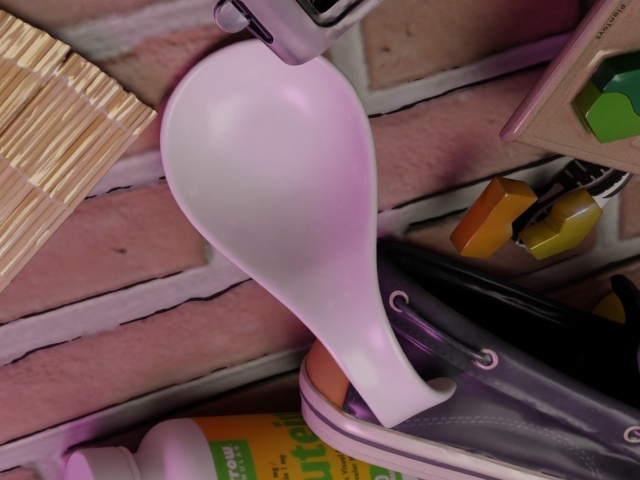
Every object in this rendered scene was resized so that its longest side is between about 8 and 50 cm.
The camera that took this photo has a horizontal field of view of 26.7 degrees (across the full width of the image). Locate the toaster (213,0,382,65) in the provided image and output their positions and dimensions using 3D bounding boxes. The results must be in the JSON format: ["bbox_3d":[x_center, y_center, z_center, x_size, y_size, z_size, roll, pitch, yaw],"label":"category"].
[{"bbox_3d":[-0.016,-0.214,0.758,0.185,0.110,0.168,-40,131,5],"label":"toaster"}]

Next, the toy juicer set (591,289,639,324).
[{"bbox_3d":[0.273,0.206,1.200,0.209,0.089,0.329,10,107,-34],"label":"toy juicer set"}]

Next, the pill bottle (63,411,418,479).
[{"bbox_3d":[-0.061,0.199,1.009,0.245,0.136,0.136,0,122,-25],"label":"pill bottle"}]

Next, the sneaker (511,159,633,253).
[{"bbox_3d":[0.196,-0.028,1.037,0.109,0.040,0.044,-37,141,10],"label":"sneaker"}]

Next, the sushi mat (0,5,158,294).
[{"bbox_3d":[-0.255,-0.005,0.853,0.316,0.019,0.151,-47,127,11],"label":"sushi mat"}]

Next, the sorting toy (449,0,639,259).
[{"bbox_3d":[0.233,-0.090,0.922,0.229,0.041,0.307,8,129,-38],"label":"sorting toy"}]

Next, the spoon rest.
[{"bbox_3d":[0.000,0.000,0.867,0.137,0.084,0.276,-29,97,10],"label":"spoon rest"}]

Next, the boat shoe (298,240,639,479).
[{"bbox_3d":[0.237,0.117,0.995,0.500,0.187,0.156,14,108,-4],"label":"boat shoe"}]
